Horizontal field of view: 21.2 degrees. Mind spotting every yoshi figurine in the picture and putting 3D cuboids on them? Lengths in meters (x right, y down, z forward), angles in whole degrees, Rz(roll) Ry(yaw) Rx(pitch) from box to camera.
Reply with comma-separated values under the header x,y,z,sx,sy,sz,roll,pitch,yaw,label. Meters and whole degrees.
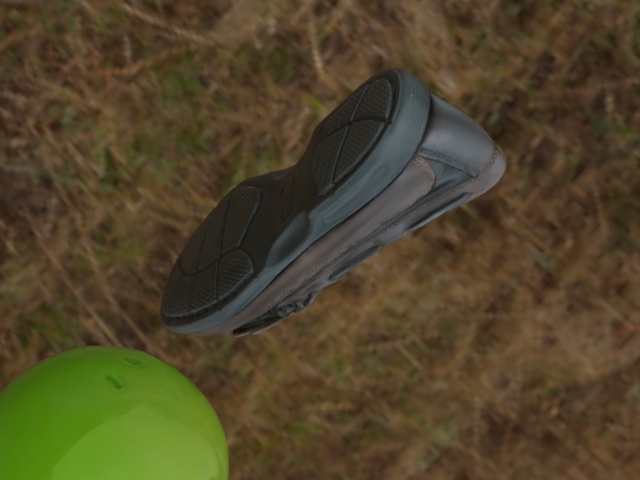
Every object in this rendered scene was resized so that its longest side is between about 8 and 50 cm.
x,y,z,sx,sy,sz,roll,pitch,yaw,label
-0.157,0.156,0.777,0.362,0.204,0.203,-24,140,24,yoshi figurine

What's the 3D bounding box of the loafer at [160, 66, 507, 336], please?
x,y,z,sx,sy,sz,roll,pitch,yaw,label
0.000,0.000,0.985,0.084,0.096,0.267,26,143,-23,loafer
